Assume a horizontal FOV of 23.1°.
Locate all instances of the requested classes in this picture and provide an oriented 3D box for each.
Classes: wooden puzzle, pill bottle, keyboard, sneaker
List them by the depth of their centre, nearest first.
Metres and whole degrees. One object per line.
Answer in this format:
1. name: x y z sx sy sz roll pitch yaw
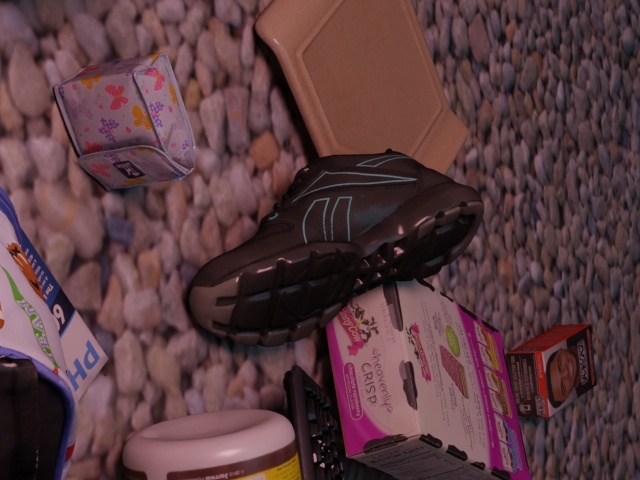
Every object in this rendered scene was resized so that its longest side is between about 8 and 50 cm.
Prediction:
1. pill bottle: -0.062 0.228 1.051 0.117 0.117 0.215 -16 100 -59
2. keyboard: 0.018 0.268 1.184 0.201 0.033 0.317 68 14 -69
3. sneaker: 0.000 0.000 1.204 0.267 0.106 0.101 -20 143 -36
4. wooden puzzle: 0.036 -0.134 1.347 0.239 0.044 0.221 62 38 -26

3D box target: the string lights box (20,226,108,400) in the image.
1. string lights box: -0.228 0.021 0.840 0.260 0.076 0.133 63 38 -33

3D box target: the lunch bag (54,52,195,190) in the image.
1. lunch bag: -0.126 -0.074 1.030 0.053 0.071 0.083 -48 127 -52

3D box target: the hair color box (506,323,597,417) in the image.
1. hair color box: 0.246 0.136 1.652 0.141 0.043 0.072 -19 103 -58

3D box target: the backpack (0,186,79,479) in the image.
1. backpack: -0.219 0.070 0.624 0.276 0.263 0.213 -12 66 -31

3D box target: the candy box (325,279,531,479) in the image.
1. candy box: 0.092 0.126 1.331 0.233 0.071 0.159 34 41 -54
